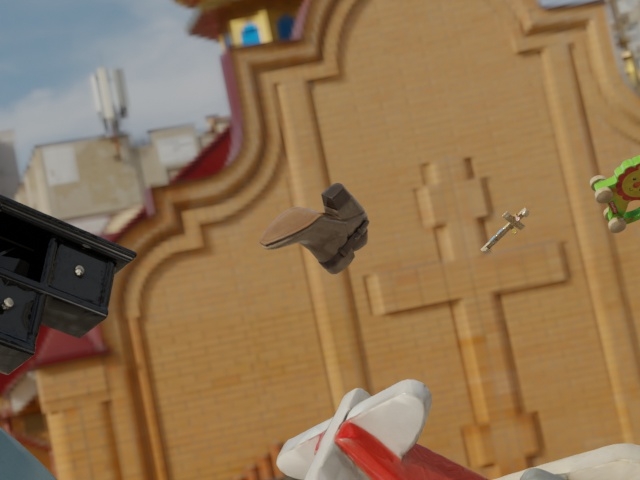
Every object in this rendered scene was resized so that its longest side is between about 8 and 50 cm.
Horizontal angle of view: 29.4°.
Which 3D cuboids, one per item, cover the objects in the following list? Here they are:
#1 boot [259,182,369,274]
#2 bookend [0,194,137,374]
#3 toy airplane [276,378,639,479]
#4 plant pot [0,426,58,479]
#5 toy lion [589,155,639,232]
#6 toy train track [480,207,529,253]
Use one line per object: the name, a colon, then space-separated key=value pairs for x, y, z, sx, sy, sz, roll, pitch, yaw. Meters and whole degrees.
boot: x=0.000 y=0.000 z=1.226 sx=0.118 sy=0.087 sz=0.042 roll=-34 pitch=40 yaw=-16
bookend: x=-0.272 y=0.061 z=1.165 sx=0.156 sy=0.157 sz=0.072 roll=26 pitch=-39 yaw=-28
toy airplane: x=0.127 y=0.312 z=1.168 sx=0.385 sy=0.272 sz=0.386 roll=2 pitch=-39 yaw=4
plant pot: x=-0.331 y=0.252 z=1.070 sx=0.165 sy=0.234 sz=0.165 roll=-53 pitch=16 yaw=10
toy lion: x=0.409 y=-0.065 z=1.595 sx=0.096 sy=0.034 sz=0.100 roll=-23 pitch=-48 yaw=14
toy train track: x=0.252 y=-0.011 z=1.652 sx=0.083 sy=0.014 sz=0.048 roll=-45 pitch=-47 yaw=15
